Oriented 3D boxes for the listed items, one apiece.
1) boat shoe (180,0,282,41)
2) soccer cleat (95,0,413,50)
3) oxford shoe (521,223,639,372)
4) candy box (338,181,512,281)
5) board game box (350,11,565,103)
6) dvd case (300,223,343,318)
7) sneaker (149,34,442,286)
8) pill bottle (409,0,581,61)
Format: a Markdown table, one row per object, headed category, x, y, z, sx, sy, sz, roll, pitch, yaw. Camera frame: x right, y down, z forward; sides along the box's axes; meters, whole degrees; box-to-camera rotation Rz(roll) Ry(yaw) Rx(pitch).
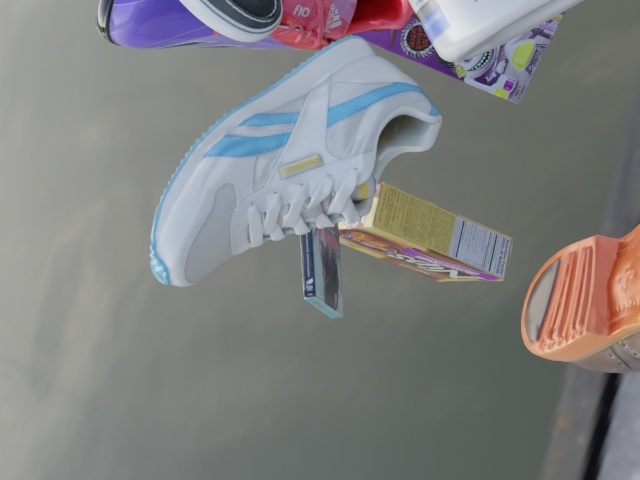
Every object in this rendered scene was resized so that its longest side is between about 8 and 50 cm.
| category | x | y | z | sx | sy | sz | roll | pitch | yaw |
| --- | --- | --- | --- | --- | --- | --- | --- | --- | --- |
| boat shoe | -0.061 | -0.157 | 0.771 | 0.049 | 0.142 | 0.040 | -44 | 15 | -30 |
| soccer cleat | -0.041 | -0.187 | 1.218 | 0.116 | 0.318 | 0.109 | 35 | 118 | 19 |
| oxford shoe | 0.318 | 0.040 | 1.329 | 0.363 | 0.132 | 0.130 | -19 | 53 | 62 |
| candy box | 0.097 | -0.006 | 1.713 | 0.109 | 0.186 | 0.053 | -3 | 68 | 53 |
| board game box | 0.165 | -0.317 | 1.476 | 0.056 | 0.208 | 0.347 | -114 | 46 | -68 |
| dvd case | 0.000 | 0.000 | 1.385 | 0.013 | 0.087 | 0.120 | -8 | 74 | 14 |
| sneaker | -0.018 | -0.044 | 1.079 | 0.092 | 0.087 | 0.228 | 39 | 66 | 22 |
| pill bottle | 0.043 | -0.136 | 0.540 | 0.078 | 0.078 | 0.137 | -29 | 89 | 41 |
